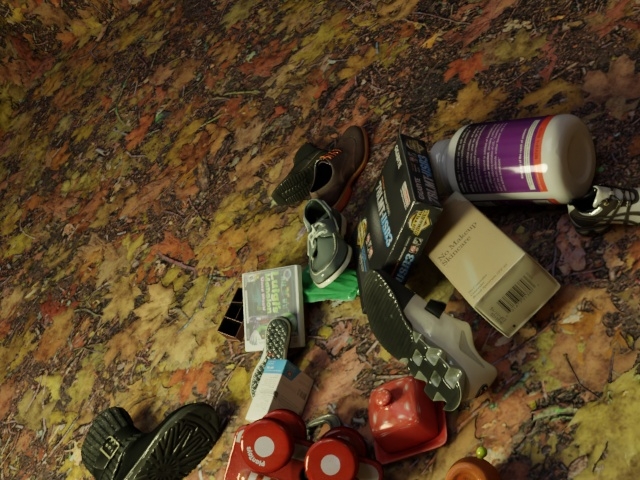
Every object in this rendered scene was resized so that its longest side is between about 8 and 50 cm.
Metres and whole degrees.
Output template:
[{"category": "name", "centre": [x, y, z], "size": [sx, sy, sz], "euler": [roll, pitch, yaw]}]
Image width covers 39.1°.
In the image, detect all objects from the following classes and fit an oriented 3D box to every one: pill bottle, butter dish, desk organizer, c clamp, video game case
[{"category": "pill bottle", "centre": [0.391, -0.162, 1.880], "size": [0.323, 0.181, 0.181], "euler": [1, 57, 42]}, {"category": "butter dish", "centre": [0.147, 0.323, 1.724], "size": [0.160, 0.118, 0.160], "euler": [-24, 43, 24]}, {"category": "desk organizer", "centre": [-0.200, 0.182, 2.222], "size": [0.047, 0.050, 0.130], "euler": [0, 57, 43]}, {"category": "c clamp", "centre": [-0.016, 0.434, 1.853], "size": [0.137, 0.022, 0.160], "euler": [-18, 46, 31]}, {"category": "video game case", "centre": [-0.112, 0.161, 2.116], "size": [0.173, 0.022, 0.190], "euler": [-10, 78, 36]}]

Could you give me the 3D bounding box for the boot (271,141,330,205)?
[{"category": "boot", "centre": [-0.064, -0.180, 2.413], "size": [0.198, 0.076, 0.137], "euler": [-36, 33, -9]}]

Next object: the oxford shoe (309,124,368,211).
[{"category": "oxford shoe", "centre": [0.048, -0.198, 2.294], "size": [0.097, 0.098, 0.271], "euler": [-7, 52, 39]}]

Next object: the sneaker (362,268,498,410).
[{"category": "sneaker", "centre": [0.210, 0.178, 1.751], "size": [0.330, 0.146, 0.122], "euler": [52, 140, 28]}]

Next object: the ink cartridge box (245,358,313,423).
[{"category": "ink cartridge box", "centre": [-0.092, 0.356, 1.925], "size": [0.060, 0.104, 0.180], "euler": [-4, 54, 40]}]

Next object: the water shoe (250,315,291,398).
[{"category": "water shoe", "centre": [-0.100, 0.271, 2.036], "size": [0.073, 0.080, 0.203], "euler": [17, 93, 11]}]

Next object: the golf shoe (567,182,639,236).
[{"category": "golf shoe", "centre": [0.567, -0.071, 1.712], "size": [0.198, 0.094, 0.077], "euler": [-22, 43, 25]}]

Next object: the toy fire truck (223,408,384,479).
[{"category": "toy fire truck", "centre": [-0.044, 0.470, 1.707], "size": [0.302, 0.169, 0.253], "euler": [15, 89, 9]}]

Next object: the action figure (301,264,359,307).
[{"category": "action figure", "centre": [0.037, 0.104, 2.064], "size": [0.232, 0.063, 0.137], "euler": [2, 56, 48]}]

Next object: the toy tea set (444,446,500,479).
[{"category": "toy tea set", "centre": [0.213, 0.514, 1.532], "size": [0.336, 0.124, 0.200], "euler": [-37, 68, 6]}]

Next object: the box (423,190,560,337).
[{"category": "box", "centre": [0.318, 0.039, 1.778], "size": [0.148, 0.121, 0.311], "euler": [-47, 29, 6]}]

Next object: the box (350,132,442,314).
[{"category": "box", "centre": [0.155, -0.034, 1.919], "size": [0.295, 0.074, 0.293], "euler": [-94, 22, -55]}]

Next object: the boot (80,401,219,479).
[{"category": "boot", "centre": [-0.409, 0.460, 2.102], "size": [0.348, 0.131, 0.260], "euler": [-47, 38, 0]}]

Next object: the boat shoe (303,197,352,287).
[{"category": "boat shoe", "centre": [0.000, 0.000, 2.084], "size": [0.116, 0.099, 0.319], "euler": [-38, 21, 19]}]
